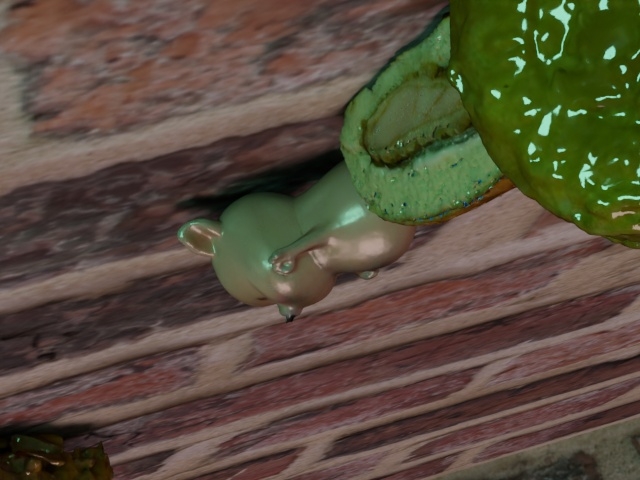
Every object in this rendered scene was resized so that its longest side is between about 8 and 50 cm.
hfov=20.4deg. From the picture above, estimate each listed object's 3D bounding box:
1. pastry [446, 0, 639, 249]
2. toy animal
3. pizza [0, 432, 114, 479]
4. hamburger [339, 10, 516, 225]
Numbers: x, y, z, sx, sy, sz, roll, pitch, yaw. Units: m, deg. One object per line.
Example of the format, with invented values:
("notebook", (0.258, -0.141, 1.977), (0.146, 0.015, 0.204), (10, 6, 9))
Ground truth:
("pastry", (0.147, -0.083, 0.713), (0.189, 0.188, 0.103), (-26, 166, 26))
("toy animal", (-0.002, -0.006, 1.036), (0.150, 0.089, 0.083), (-17, 144, 6))
("pizza", (-0.331, 0.220, 1.451), (0.251, 0.074, 0.288), (-23, 164, 17))
("hamburger", (0.094, -0.063, 0.904), (0.102, 0.087, 0.176), (-8, 160, -31))
